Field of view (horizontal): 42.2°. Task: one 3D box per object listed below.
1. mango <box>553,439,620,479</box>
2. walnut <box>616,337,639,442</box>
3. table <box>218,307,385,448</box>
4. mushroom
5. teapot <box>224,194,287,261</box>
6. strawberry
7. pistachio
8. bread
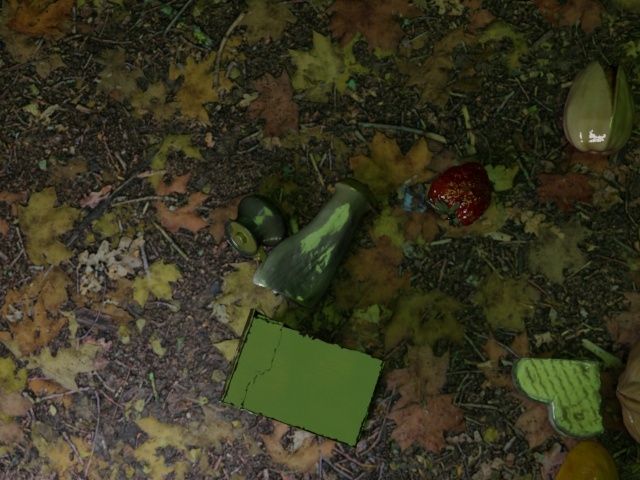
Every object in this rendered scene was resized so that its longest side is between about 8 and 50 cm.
[{"bbox_3d":[0.538,0.521,1.693,0.147,0.109,0.227,4,78,9],"label":"mango"},{"bbox_3d":[0.745,0.291,1.647,0.313,0.277,0.252,-6,40,-3],"label":"walnut"},{"bbox_3d":[-0.026,0.285,1.706,0.282,0.250,0.196,18,80,8],"label":"table"},{"bbox_3d":[0.000,0.000,1.814,0.122,0.159,0.328,25,76,43],"label":"mushroom"},{"bbox_3d":[-0.134,-0.018,1.837,0.119,0.130,0.165,-42,110,-34],"label":"teapot"},{"bbox_3d":[0.314,-0.105,1.825,0.148,0.131,0.131,-44,79,3],"label":"strawberry"},{"bbox_3d":[0.615,-0.292,1.827,0.157,0.157,0.229,9,68,6],"label":"pistachio"},{"bbox_3d":[0.518,0.306,1.759,0.232,0.064,0.172,42,84,9],"label":"bread"}]
